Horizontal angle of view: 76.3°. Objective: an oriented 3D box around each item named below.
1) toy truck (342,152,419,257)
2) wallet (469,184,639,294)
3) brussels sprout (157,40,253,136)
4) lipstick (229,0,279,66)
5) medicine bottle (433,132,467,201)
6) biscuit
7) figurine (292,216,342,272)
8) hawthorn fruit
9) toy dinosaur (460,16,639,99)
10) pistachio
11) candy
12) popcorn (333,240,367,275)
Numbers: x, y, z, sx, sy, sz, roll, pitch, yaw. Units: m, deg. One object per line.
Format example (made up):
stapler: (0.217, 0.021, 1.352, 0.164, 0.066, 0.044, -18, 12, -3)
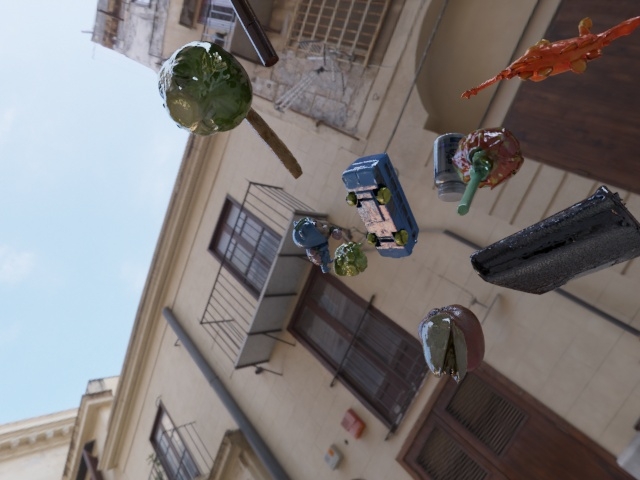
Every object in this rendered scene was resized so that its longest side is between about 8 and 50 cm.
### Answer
toy truck: (0.227, -0.115, 1.460, 0.162, 0.161, 0.385, -52, -55, -36)
wallet: (0.409, 0.024, 0.676, 0.262, 0.071, 0.221, 17, -42, -40)
brussels sprout: (-0.286, -0.364, 1.008, 0.210, 0.271, 0.219, -23, -57, 27)
lipstick: (-0.238, -0.725, 1.309, 0.057, 0.356, 0.057, -28, -3, -1)
medicine bottle: (0.399, -0.220, 1.243, 0.107, 0.107, 0.191, 23, -114, -50)
biscuit: (-0.189, -0.381, 1.527, 0.057, 0.312, 0.351, -40, -78, 3)
figurine: (0.003, 0.000, 1.214, 0.144, 0.114, 0.178, -24, -66, 10)
hawthorn fruit: (0.459, 0.354, 1.393, 0.210, 0.210, 0.262, -19, -91, -36)
toy dinosaur: (0.384, -0.306, 0.698, 0.070, 0.288, 0.117, 64, -154, -20)
pistachio: (0.365, 0.310, 1.191, 0.130, 0.206, 0.131, 3, -51, 4)
candy: (0.170, -0.071, 0.444, 0.084, 0.078, 0.288, -31, 4, 34)
popcorn: (0.125, 0.075, 1.635, 0.135, 0.141, 0.162, 27, -86, -10)
